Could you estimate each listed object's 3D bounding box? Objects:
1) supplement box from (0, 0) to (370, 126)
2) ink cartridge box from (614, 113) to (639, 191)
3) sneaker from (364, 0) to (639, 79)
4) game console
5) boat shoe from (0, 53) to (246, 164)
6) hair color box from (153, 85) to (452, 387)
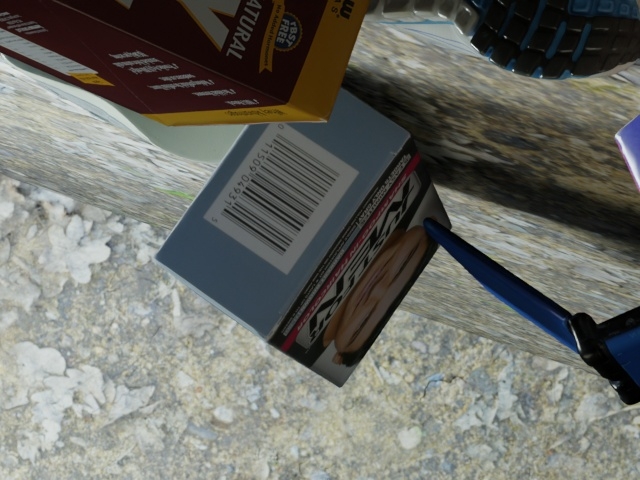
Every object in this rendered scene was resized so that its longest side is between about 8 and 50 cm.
[{"bbox_3d":[-0.096,-0.148,0.827,0.194,0.129,0.191,23,173,-25],"label":"supplement box"},{"bbox_3d":[0.264,0.025,1.057,0.069,0.176,0.371,-28,154,15],"label":"ink cartridge box"},{"bbox_3d":[0.091,-0.117,0.862,0.083,0.071,0.190,17,-174,-46],"label":"sneaker"},{"bbox_3d":[0.259,0.033,1.537,0.250,0.173,0.293,-25,162,10],"label":"game console"},{"bbox_3d":[-0.157,-0.131,1.456,0.227,0.079,0.081,26,180,-3],"label":"boat shoe"},{"bbox_3d":[0.000,0.000,1.454,0.113,0.185,0.374,35,177,12],"label":"hair color box"}]
